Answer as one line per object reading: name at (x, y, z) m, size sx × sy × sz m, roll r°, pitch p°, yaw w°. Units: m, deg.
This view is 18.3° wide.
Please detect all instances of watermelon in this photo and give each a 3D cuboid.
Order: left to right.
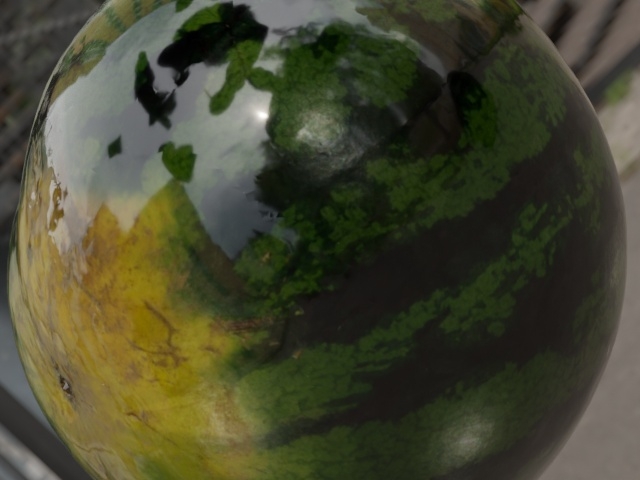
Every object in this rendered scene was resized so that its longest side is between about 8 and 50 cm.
watermelon at (-0.003, 0.003, 0.796) m, size 0.269 × 0.269 × 0.269 m, roll -45°, pitch 7°, yaw 7°
